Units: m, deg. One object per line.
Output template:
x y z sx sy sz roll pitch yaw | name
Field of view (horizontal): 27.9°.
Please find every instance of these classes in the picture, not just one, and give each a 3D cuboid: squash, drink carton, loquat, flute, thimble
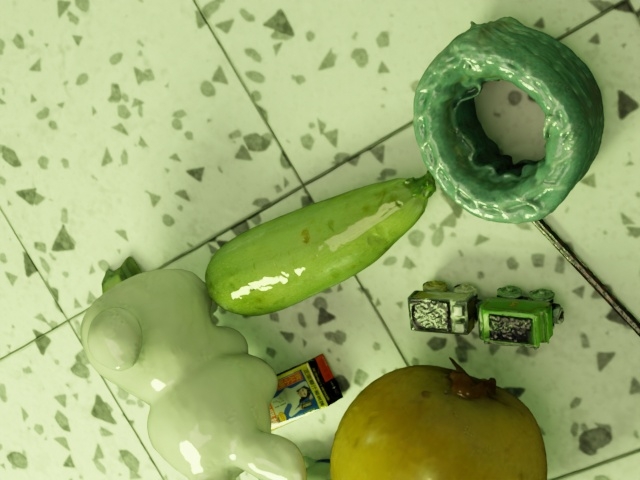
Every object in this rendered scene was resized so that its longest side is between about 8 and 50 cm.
0.004 0.006 1.679 0.371 0.118 0.118 -23 96 29 | squash
-0.052 0.224 1.823 0.166 0.056 0.071 -27 90 31 | drink carton
0.148 0.277 1.613 0.275 0.275 0.274 10 113 25 | loquat
0.350 0.067 1.571 0.269 0.014 0.014 47 123 5 | flute
0.218 -0.145 1.485 0.198 0.143 0.235 -15 102 31 | thimble

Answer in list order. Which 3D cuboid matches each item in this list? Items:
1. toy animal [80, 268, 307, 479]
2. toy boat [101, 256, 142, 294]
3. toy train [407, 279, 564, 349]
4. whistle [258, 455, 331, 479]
-0.170 0.219 1.713 0.196 0.241 0.367 -39 78 15 | toy animal
-0.235 0.165 1.901 0.093 0.055 0.293 -30 93 36 | toy boat
0.201 0.091 1.620 0.202 0.081 0.060 4 111 28 | toy train
0.001 0.354 1.824 0.244 0.092 0.110 -5 104 31 | whistle
